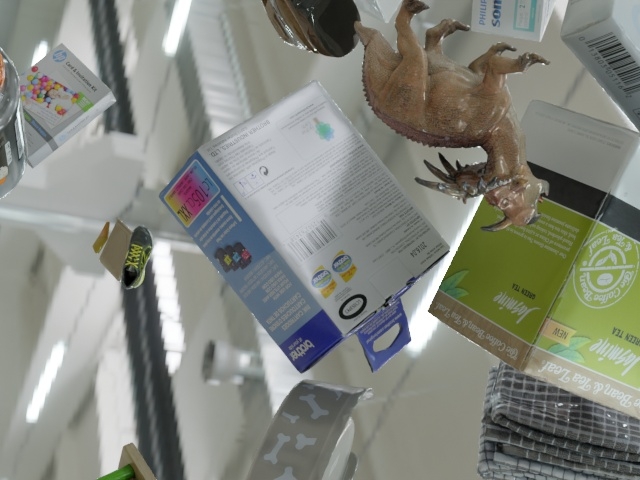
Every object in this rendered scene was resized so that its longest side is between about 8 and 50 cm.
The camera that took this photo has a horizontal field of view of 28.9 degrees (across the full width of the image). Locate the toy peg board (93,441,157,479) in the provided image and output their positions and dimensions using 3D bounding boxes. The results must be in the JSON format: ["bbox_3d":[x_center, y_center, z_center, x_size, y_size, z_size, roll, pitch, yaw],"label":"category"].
[{"bbox_3d":[-0.268,0.398,1.736,0.161,0.079,0.161,52,-35,25],"label":"toy peg board"}]

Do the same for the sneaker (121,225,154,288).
[{"bbox_3d":[-0.228,0.024,1.542,0.035,0.031,0.083,-66,168,-74],"label":"sneaker"}]

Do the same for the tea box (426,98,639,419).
[{"bbox_3d":[0.377,0.038,1.628,0.220,0.329,0.324,34,-81,56],"label":"tea box"}]

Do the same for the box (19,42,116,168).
[{"bbox_3d":[-0.466,-0.231,2.117,0.145,0.186,0.038,44,-15,23],"label":"box"}]

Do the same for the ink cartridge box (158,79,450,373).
[{"bbox_3d":[0.000,0.000,1.799,0.395,0.270,0.151,50,-39,5],"label":"ink cartridge box"}]

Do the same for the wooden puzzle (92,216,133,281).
[{"bbox_3d":[-0.277,0.012,1.710,0.116,0.014,0.079,47,-63,46],"label":"wooden puzzle"}]

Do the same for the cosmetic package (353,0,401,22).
[{"bbox_3d":[0.101,-0.571,1.994,0.217,0.156,0.385,25,-98,23],"label":"cosmetic package"}]

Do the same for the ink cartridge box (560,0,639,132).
[{"bbox_3d":[0.487,-0.331,1.747,0.091,0.308,0.385,-16,-137,44],"label":"ink cartridge box"}]

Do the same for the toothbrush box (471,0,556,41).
[{"bbox_3d":[0.349,-0.505,2.088,0.295,0.126,0.216,-60,156,-47],"label":"toothbrush box"}]

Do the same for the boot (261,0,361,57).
[{"bbox_3d":[-0.061,-0.365,1.577,0.115,0.305,0.112,14,-130,46],"label":"boot"}]

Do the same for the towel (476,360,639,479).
[{"bbox_3d":[0.380,0.255,1.827,0.235,0.283,0.121,-67,165,-53],"label":"towel"}]

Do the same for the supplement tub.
[{"bbox_3d":[-0.331,-0.115,1.138,0.190,0.117,0.117,112,-21,-67],"label":"supplement tub"}]

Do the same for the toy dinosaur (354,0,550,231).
[{"bbox_3d":[0.133,-0.145,1.387,0.200,0.295,0.127,-64,166,10],"label":"toy dinosaur"}]

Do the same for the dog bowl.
[{"bbox_3d":[-0.032,0.355,1.752,0.349,0.102,0.349,19,90,-79],"label":"dog bowl"}]
